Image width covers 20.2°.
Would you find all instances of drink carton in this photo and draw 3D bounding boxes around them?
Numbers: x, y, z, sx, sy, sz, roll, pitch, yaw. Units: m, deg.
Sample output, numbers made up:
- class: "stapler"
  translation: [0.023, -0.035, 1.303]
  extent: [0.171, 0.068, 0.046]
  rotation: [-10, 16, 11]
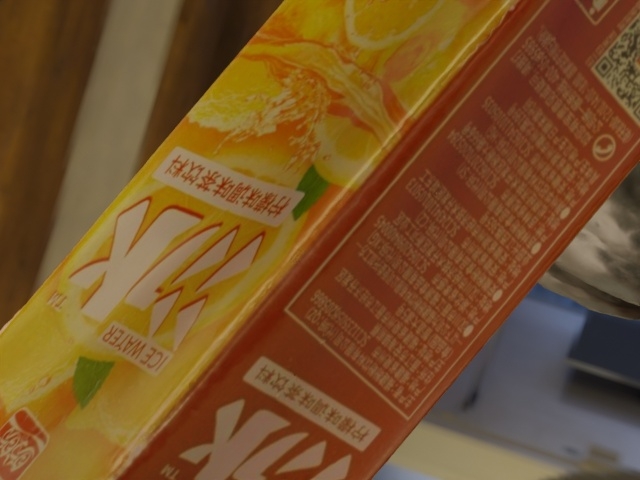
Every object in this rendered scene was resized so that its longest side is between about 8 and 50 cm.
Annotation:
- class: "drink carton"
  translation: [0.000, 0.000, 0.492]
  extent: [0.223, 0.096, 0.071]
  rotation: [-49, -55, -4]

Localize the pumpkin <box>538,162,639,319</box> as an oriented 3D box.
- class: "pumpkin"
  translation: [0.189, -0.137, 0.834]
  extent: [0.363, 0.266, 0.363]
  rotation: [-54, 10, 14]
